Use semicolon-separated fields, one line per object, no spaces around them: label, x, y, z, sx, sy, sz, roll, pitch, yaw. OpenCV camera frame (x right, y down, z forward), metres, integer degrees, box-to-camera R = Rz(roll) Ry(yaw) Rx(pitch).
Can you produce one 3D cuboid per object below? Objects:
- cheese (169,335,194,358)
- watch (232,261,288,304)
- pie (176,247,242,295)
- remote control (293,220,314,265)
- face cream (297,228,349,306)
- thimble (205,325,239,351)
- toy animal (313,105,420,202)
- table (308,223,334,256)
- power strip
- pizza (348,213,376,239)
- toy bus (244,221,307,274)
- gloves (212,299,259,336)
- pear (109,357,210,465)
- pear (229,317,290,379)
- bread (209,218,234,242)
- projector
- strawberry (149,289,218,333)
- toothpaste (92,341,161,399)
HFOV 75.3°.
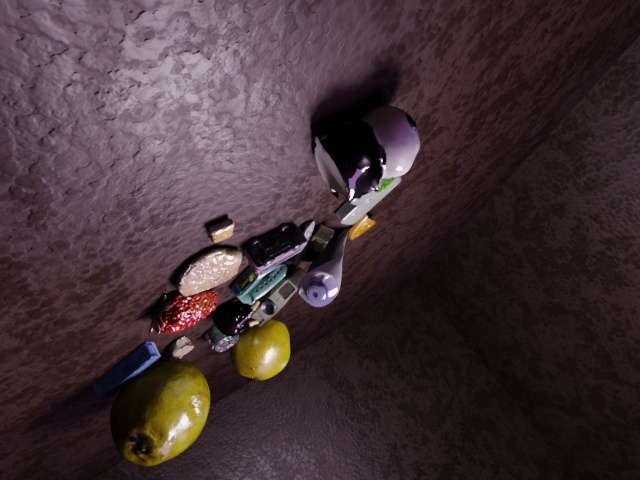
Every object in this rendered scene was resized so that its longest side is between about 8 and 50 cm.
cheese;-0.558;0.438;1.680;0.092;0.048;0.171;-26;158;-19
watch;-0.229;0.148;1.550;0.237;0.068;0.195;-47;160;18
pie;-0.332;0.089;1.255;0.218;0.052;0.185;-22;158;-29
remote control;-0.069;0.013;1.532;0.073;0.044;0.229;-51;167;-38
face cream;0.017;0.107;1.598;0.235;0.137;0.420;-45;-170;23
thimble;-0.421;0.414;1.791;0.118;0.090;0.135;-41;158;8
toy animal;0.127;-0.223;1.080;0.266;0.213;0.213;-24;158;-14
table;0.000;0.000;1.536;0.083;0.062;0.079;-60;174;-33
power strip;0.158;-0.160;1.488;0.265;0.059;0.193;-43;159;21
pizza;0.180;-0.068;1.760;0.130;0.041;0.178;-25;158;-21
toy bus;-0.149;0.028;1.357;0.198;0.096;0.108;-30;164;-26
gloves;-0.317;0.287;1.618;0.180;0.129;0.106;-40;157;9
pear;-0.592;0.638;1.568;0.352;0.352;0.413;-44;-160;21
pear;-0.280;0.504;1.930;0.294;0.294;0.294;-31;160;-13
bread;-0.268;-0.025;1.128;0.070;0.035;0.083;-28;166;-19
projector;-0.180;0.233;1.711;0.269;0.088;0.193;-46;180;27
strawberry;-0.434;0.240;1.357;0.174;0.098;0.228;-43;158;22
toothpaste;-0.699;0.471;1.494;0.272;0.066;0.053;-39;160;9
